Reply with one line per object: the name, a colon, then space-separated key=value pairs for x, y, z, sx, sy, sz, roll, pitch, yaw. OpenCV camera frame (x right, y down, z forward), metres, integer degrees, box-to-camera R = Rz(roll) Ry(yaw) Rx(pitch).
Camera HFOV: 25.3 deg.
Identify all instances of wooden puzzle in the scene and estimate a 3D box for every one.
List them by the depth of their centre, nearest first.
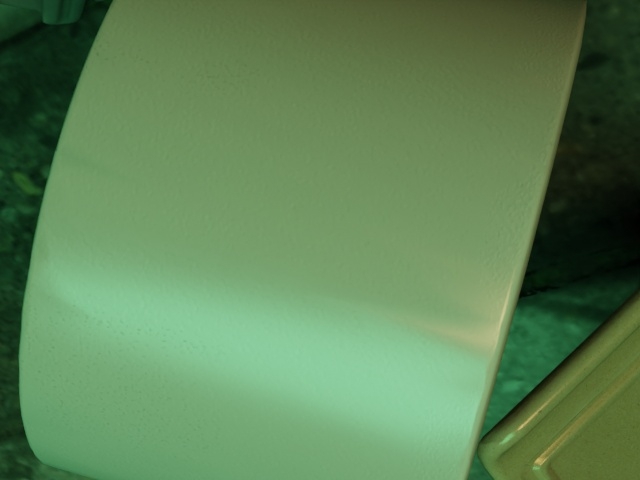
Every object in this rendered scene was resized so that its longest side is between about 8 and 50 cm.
wooden puzzle: x=0.201 y=0.088 z=0.668 sx=0.238 sy=0.221 sz=0.044 roll=52 pitch=171 yaw=-30

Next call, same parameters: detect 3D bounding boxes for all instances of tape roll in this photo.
tape roll: x=0.000 y=0.000 z=0.598 sx=0.169 sy=0.246 sz=0.246 roll=16 pitch=136 yaw=7

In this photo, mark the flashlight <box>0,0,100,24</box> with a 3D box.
flashlight: x=-0.108 y=-0.219 z=0.534 sx=0.103 sy=0.103 sz=0.304 roll=42 pitch=140 yaw=17
